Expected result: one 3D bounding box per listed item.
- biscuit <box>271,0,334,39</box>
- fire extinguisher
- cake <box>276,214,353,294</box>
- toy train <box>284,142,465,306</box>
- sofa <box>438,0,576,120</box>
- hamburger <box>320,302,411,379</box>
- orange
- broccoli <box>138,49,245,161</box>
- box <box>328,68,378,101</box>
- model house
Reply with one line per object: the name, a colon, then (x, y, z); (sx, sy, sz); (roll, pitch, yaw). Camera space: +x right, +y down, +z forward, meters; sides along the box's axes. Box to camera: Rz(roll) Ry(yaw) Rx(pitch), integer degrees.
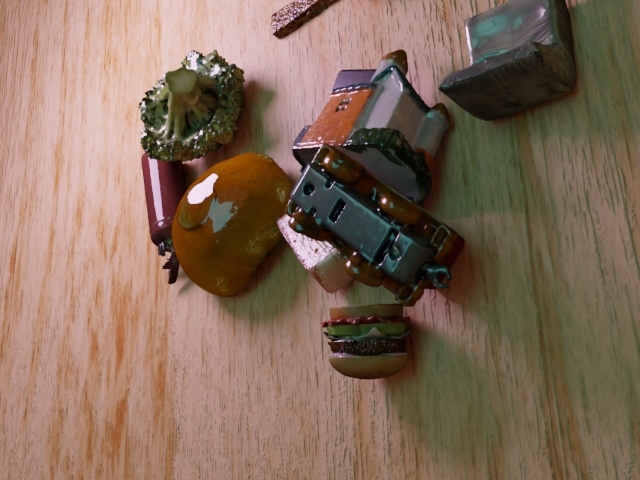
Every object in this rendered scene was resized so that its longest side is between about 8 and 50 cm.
biscuit: (-0.041, -0.552, 2.151); (0.199, 0.034, 0.064); (-27, 56, 33)
fire extinguisher: (-0.377, -0.058, 2.222); (0.147, 0.107, 0.337); (118, 146, -52)
cake: (-0.009, -0.008, 1.833); (0.109, 0.090, 0.225); (-40, 58, 6)
toy train: (0.109, -0.022, 1.635); (0.369, 0.232, 0.163); (38, 103, 30)
sofa: (0.334, -0.353, 1.630); (0.210, 0.176, 0.225); (-15, 64, 38)
hamburger: (0.087, 0.186, 1.660); (0.175, 0.175, 0.136); (-7, 83, 41)
orange: (-0.201, -0.040, 2.011); (0.334, 0.196, 0.262); (-44, 62, 11)
broccoli: (-0.301, -0.320, 2.168); (0.260, 0.235, 0.288); (-13, 68, 60)
box: (0.075, -0.310, 1.957); (0.125, 0.027, 0.126); (9, 78, 41)
model house: (0.131, -0.236, 1.799); (0.271, 0.190, 0.300); (2, 60, 47)
